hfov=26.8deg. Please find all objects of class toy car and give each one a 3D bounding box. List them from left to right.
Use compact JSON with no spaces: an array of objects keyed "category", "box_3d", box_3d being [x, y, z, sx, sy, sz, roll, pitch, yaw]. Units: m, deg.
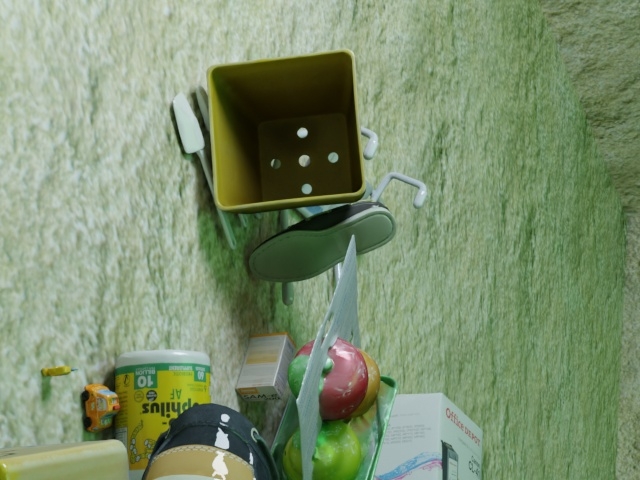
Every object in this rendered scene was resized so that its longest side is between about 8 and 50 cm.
[{"category":"toy car","box_3d":[-0.273,0.185,1.560,0.122,0.040,0.060,37,51,-57]}]

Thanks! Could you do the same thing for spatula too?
[{"category":"spatula","box_3d":[-0.146,-0.117,1.950,0.168,0.019,0.242,-57,135,-62]}]

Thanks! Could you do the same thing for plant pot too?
[{"category":"plant pot","box_3d":[-0.037,-0.139,1.955,0.187,0.212,0.212,52,33,-77]}]

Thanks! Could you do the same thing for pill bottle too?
[{"category":"pill bottle","box_3d":[-0.190,0.242,1.628,0.117,0.117,0.208,22,64,-62]}]

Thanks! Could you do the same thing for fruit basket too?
[{"category":"fruit basket","box_3d":[0.004,0.223,1.913,0.327,0.165,0.353,-70,158,-44]}]

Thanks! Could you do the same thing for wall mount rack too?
[{"category":"wall mount rack","box_3d":[0.029,-0.015,2.172,0.304,0.130,0.350,-59,144,-6]}]

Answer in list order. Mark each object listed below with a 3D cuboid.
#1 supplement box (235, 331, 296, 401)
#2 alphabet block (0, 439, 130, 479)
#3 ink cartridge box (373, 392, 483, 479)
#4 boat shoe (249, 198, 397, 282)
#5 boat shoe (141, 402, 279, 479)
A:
[{"category":"supplement box","box_3d":[-0.078,0.184,1.947,0.036,0.062,0.098,60,33,-41]},{"category":"alphabet block","box_3d":[-0.307,0.299,1.284,0.197,0.192,0.193,5,77,-64]},{"category":"ink cartridge box","box_3d":[0.188,0.447,2.357,0.226,0.131,0.306,45,45,-52]},{"category":"boat shoe","box_3d":[0.000,0.000,2.017,0.069,0.227,0.081,-113,-174,-66]},{"category":"boat shoe","box_3d":[-0.117,0.359,1.502,0.500,0.186,0.156,92,4,-49]}]
